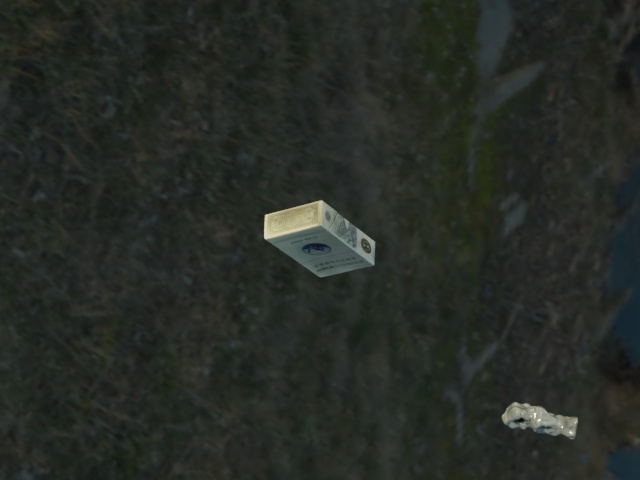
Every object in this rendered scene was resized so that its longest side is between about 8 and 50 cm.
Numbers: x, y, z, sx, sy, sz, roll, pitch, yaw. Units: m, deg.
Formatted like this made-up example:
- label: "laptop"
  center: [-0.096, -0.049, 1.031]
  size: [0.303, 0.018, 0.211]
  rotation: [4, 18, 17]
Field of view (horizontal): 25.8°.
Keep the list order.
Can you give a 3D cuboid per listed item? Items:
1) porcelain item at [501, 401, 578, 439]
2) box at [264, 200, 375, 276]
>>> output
- label: "porcelain item"
  center: [0.242, 0.199, 1.538]
  size: [0.036, 0.083, 0.028]
  rotation: [80, 23, -48]
- label: "box"
  center: [0.000, 0.000, 1.096]
  size: [0.083, 0.054, 0.024]
  rotation: [36, 50, -49]
